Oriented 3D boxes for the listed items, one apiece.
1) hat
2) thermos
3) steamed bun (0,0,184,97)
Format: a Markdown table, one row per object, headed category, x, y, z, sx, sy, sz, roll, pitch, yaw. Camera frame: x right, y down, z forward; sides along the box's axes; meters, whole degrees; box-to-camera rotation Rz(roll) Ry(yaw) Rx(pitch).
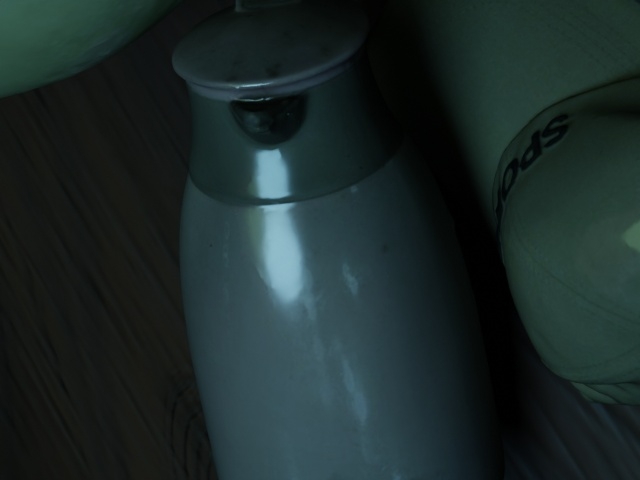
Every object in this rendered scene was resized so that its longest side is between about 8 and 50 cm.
| category | x | y | z | sx | sy | sz | roll | pitch | yaw |
| --- | --- | --- | --- | --- | --- | --- | --- | --- | --- |
| hat | 0.071 | -0.023 | 0.602 | 0.175 | 0.085 | 0.147 | 42 | 123 | 23 |
| thermos | 0.000 | 0.000 | 0.627 | 0.105 | 0.137 | 0.193 | -6 | 121 | 12 |
| steamed bun | -0.144 | -0.212 | 0.645 | 0.312 | 0.233 | 0.334 | -8 | 86 | 41 |
